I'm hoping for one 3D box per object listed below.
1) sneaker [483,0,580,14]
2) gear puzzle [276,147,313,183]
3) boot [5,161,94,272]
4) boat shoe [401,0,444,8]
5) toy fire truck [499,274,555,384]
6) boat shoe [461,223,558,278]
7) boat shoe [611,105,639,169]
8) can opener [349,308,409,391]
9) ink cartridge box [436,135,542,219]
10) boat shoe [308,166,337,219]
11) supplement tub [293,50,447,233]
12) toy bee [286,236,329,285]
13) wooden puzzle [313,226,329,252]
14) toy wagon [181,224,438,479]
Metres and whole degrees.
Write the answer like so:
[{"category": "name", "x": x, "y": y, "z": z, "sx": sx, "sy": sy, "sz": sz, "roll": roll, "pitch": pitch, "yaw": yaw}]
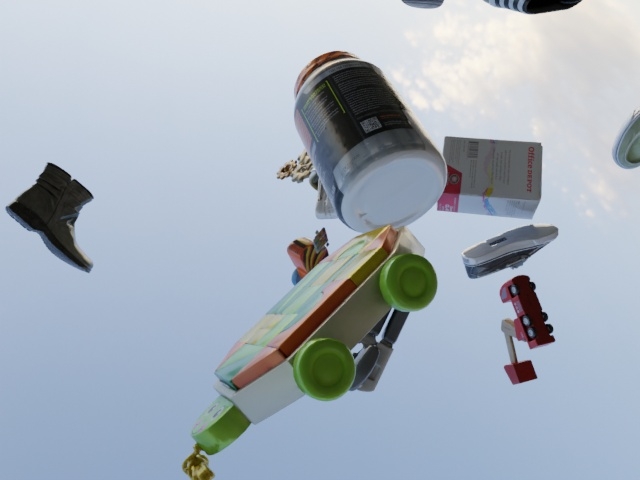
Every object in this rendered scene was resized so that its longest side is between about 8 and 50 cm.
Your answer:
[{"category": "sneaker", "x": 0.562, "y": -0.673, "z": 1.337, "sx": 0.257, "sy": 0.169, "sz": 0.447, "roll": 40, "pitch": -103, "yaw": 23}, {"category": "gear puzzle", "x": -0.008, "y": -0.242, "z": 1.813, "sx": 0.044, "sy": 0.339, "sz": 0.175, "roll": 49, "pitch": -136, "yaw": -35}, {"category": "boot", "x": -0.579, "y": -0.051, "z": 1.325, "sx": 0.161, "sy": 0.083, "sz": 0.246, "roll": -55, "pitch": -53, "yaw": -26}, {"category": "boat shoe", "x": 0.260, "y": -0.691, "z": 1.447, "sx": 0.122, "sy": 0.341, "sz": 0.110, "roll": 9, "pitch": -89, "yaw": 14}, {"category": "toy fire truck", "x": 0.395, "y": 0.177, "z": 1.130, "sx": 0.047, "sy": 0.135, "sz": 0.192, "roll": -9, "pitch": -112, "yaw": -19}, {"category": "boat shoe", "x": 0.584, "y": 0.038, "z": 1.745, "sx": 0.301, "sy": 0.102, "sz": 0.108, "roll": -21, "pitch": -156, "yaw": -2}, {"category": "boat shoe", "x": 0.756, "y": -0.271, "z": 1.229, "sx": 0.109, "sy": 0.302, "sz": 0.094, "roll": 30, "pitch": -147, "yaw": -5}, {"category": "can opener", "x": 0.132, "y": 0.180, "z": 1.155, "sx": 0.074, "sy": 0.093, "sz": 0.280, "roll": 27, "pitch": -98, "yaw": -4}, {"category": "ink cartridge box", "x": 0.535, "y": -0.201, "z": 1.822, "sx": 0.306, "sy": 0.131, "sz": 0.226, "roll": 8, "pitch": -116, "yaw": 11}, {"category": "boat shoe", "x": 0.017, "y": -0.155, "z": 1.349, "sx": 0.096, "sy": 0.098, "sz": 0.277, "roll": -12, "pitch": -139, "yaw": 10}, {"category": "supplement tub", "x": 0.069, "y": -0.180, "z": 0.987, "sx": 0.194, "sy": 0.193, "sz": 0.316, "roll": -1, "pitch": -133, "yaw": -26}, {"category": "toy bee", "x": -0.001, "y": 0.088, "z": 1.577, "sx": 0.195, "sy": 0.298, "sz": 0.162, "roll": 39, "pitch": -120, "yaw": 20}, {"category": "wooden puzzle", "x": 0.000, "y": 0.000, "z": 1.440, "sx": 0.006, "sy": 0.083, "sz": 0.049, "roll": 22, "pitch": -123, "yaw": 31}, {"category": "toy wagon", "x": -0.027, "y": 0.114, "z": 0.630, "sx": 0.344, "sy": 0.267, "sz": 0.068, "roll": -42, "pitch": -83, "yaw": -20}]
